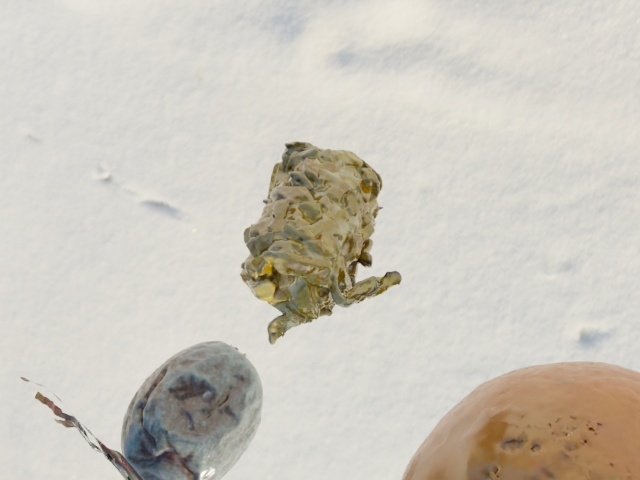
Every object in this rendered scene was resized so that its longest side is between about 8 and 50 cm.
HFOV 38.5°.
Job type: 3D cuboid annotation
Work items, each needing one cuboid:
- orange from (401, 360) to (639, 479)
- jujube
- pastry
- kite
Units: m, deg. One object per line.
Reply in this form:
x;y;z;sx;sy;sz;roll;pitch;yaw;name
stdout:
0.253;0.336;0.941;0.424;0.326;0.424;-14;71;45;orange
-0.253;0.354;1.803;0.246;0.308;0.215;48;142;7;jujube
0.000;0.000;0.960;0.154;0.250;0.102;29;128;-14;pastry
-0.289;0.315;1.290;0.204;0.022;0.360;38;164;43;kite
